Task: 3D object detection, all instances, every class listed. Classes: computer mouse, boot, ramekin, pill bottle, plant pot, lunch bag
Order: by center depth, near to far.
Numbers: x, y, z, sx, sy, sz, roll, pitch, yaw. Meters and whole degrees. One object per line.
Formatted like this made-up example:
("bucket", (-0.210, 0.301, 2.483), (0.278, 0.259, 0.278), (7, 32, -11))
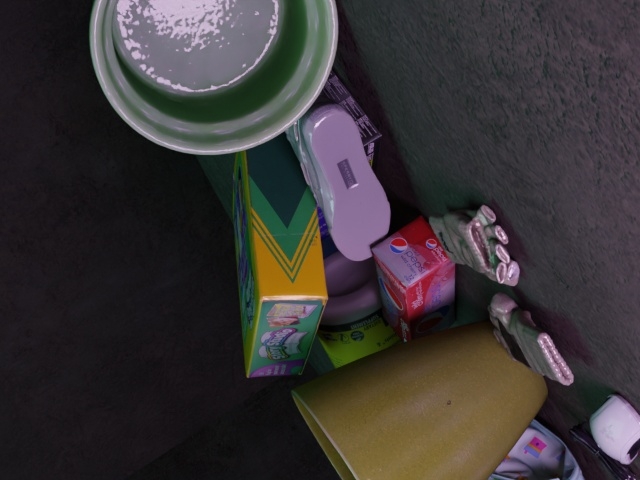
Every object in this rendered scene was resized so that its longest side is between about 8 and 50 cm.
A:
("computer mouse", (0.341, 0.236, 1.244), (0.106, 0.042, 0.193), (54, 170, 27))
("ramekin", (-0.143, -0.273, 1.317), (0.303, 0.303, 0.148), (63, 177, -31))
("plant pot", (0.155, 0.241, 1.448), (0.274, 0.294, 0.275), (55, 171, 13))
("boot", (0.020, -0.100, 1.457), (0.123, 0.095, 0.258), (-127, 17, -51))
("lunch bag", (0.309, 0.378, 1.551), (0.262, 0.160, 0.223), (22, 142, 56))
("pill bottle", (0.110, 0.184, 1.834), (0.334, 0.188, 0.188), (62, 170, -31))

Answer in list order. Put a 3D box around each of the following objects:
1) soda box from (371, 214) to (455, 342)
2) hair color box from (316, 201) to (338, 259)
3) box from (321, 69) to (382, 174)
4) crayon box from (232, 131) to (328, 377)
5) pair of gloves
("soda box", (0.144, 0.071, 1.568), (0.083, 0.092, 0.263), (52, 170, 24))
("hair color box", (0.000, 0.000, 2.056), (0.185, 0.110, 0.338), (43, 165, 53))
("box", (0.017, -0.181, 1.547), (0.190, 0.045, 0.184), (55, 168, 16))
("crayon box", (-0.072, 0.013, 1.639), (0.363, 0.106, 0.313), (105, 159, -65))
("pair of gloves", (0.224, 0.062, 1.284), (0.240, 0.042, 0.204), (60, 174, -2))
